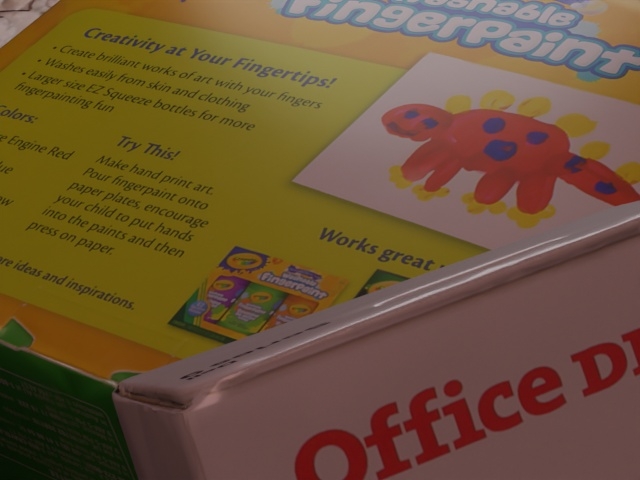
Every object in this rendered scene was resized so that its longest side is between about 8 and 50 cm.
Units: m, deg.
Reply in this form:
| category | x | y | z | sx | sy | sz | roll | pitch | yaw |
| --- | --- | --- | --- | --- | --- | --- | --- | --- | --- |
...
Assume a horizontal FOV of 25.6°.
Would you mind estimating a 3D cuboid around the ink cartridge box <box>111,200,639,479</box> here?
| category | x | y | z | sx | sy | sz | roll | pitch | yaw |
| --- | --- | --- | --- | --- | --- | --- | --- | --- | --- |
| ink cartridge box | 0.083 | 0.145 | 0.442 | 0.211 | 0.289 | 0.121 | -18 | 2 | -18 |

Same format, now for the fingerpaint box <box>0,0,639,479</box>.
| category | x | y | z | sx | sy | sz | roll | pitch | yaw |
| --- | --- | --- | --- | --- | --- | --- | --- | --- | --- |
| fingerpaint box | 0.000 | 0.000 | 0.770 | 0.444 | 0.163 | 0.371 | 16 | 48 | 31 |
